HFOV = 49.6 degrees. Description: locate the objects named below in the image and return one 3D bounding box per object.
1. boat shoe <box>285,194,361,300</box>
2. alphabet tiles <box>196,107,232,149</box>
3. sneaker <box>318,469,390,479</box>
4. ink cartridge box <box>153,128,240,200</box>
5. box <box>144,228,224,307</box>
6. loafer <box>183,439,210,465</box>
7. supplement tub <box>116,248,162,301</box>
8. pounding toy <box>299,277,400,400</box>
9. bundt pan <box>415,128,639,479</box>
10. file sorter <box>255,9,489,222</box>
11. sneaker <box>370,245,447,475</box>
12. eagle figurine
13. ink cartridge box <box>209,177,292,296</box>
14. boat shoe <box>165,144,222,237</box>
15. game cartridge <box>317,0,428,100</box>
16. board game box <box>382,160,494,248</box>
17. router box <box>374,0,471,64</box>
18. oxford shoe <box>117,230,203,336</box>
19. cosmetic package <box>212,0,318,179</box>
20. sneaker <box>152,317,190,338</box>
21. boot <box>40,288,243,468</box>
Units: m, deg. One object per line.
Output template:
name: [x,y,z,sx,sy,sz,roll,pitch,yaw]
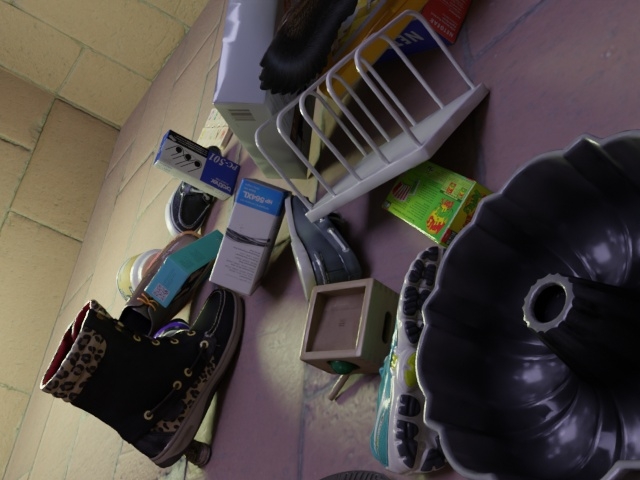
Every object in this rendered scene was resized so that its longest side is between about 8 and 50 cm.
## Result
boat shoe: [0.000,0.000,1.186,0.099,0.116,0.319,-14,25,-1]
alphabet tiles: [-0.317,-0.348,2.139,0.277,0.021,0.284,-65,26,-4]
sneaker: [0.005,0.367,0.841,0.222,0.118,0.083,-26,15,10]
ink cartridge box: [-0.314,-0.191,1.775,0.046,0.207,0.097,-27,44,51]
box: [-0.279,0.056,1.516,0.100,0.060,0.244,-52,-4,22]
loafer: [-0.248,0.393,1.305,0.125,0.039,0.045,-6,62,60]
supplement tub: [-0.439,0.099,1.809,0.200,0.144,0.144,-14,54,58]
pounding toy: [0.042,0.141,0.964,0.130,0.100,0.141,-11,58,41]
bundt pan: [0.239,0.076,0.607,0.331,0.124,0.330,-43,31,35]
file sorter: [0.064,-0.184,1.037,0.278,0.173,0.193,-26,17,51]
sneaker: [0.110,0.135,0.823,0.110,0.107,0.275,-31,40,63]
eagle figurine: [-0.019,-0.399,1.042,0.298,0.225,0.226,-35,56,18]
ink cartridge box: [-0.130,-0.010,1.320,0.148,0.086,0.203,-55,-15,-84]
boat shoe: [-0.332,-0.137,1.888,0.102,0.108,0.301,-36,30,46]
game cartridge: [0.103,-0.440,1.227,0.323,0.053,0.285,-46,31,32]
board game box: [0.160,-0.054,0.963,0.092,0.043,0.181,-61,26,7]
router box: [0.176,-0.491,1.291,0.335,0.082,0.301,10,75,63]
oxford shoe: [-0.381,0.138,1.633,0.363,0.130,0.133,-60,5,-6]
cosmetic package: [-0.084,-0.305,1.284,0.377,0.098,0.284,55,-142,-74]
sneaker: [-0.376,0.298,1.580,0.293,0.102,0.146,-53,21,12]
boot: [-0.322,0.199,1.315,0.138,0.284,0.377,-26,35,50]
